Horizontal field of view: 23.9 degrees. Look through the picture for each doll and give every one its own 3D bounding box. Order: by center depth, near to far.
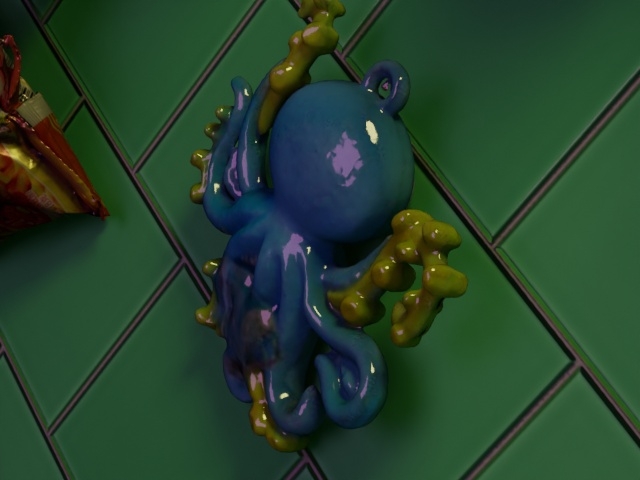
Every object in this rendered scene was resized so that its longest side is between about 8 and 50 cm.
[{"bbox_3d":[0.000,0.000,1.276,0.346,0.099,0.341,53,128,41],"label":"doll"}]

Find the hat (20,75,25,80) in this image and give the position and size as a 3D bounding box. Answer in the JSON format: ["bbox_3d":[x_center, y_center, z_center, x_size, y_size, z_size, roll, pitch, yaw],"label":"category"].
[{"bbox_3d":[-0.436,-0.223,1.679,0.336,0.209,0.238,28,122,4],"label":"hat"}]

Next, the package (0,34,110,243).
[{"bbox_3d":[-0.349,-0.080,1.548,0.288,0.108,0.223,-14,116,37],"label":"package"}]
